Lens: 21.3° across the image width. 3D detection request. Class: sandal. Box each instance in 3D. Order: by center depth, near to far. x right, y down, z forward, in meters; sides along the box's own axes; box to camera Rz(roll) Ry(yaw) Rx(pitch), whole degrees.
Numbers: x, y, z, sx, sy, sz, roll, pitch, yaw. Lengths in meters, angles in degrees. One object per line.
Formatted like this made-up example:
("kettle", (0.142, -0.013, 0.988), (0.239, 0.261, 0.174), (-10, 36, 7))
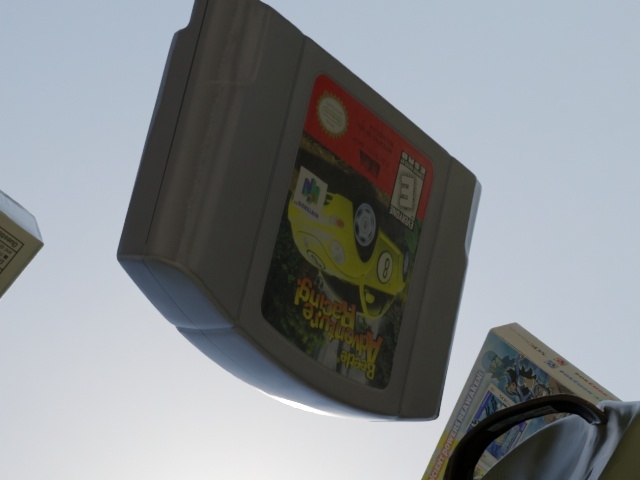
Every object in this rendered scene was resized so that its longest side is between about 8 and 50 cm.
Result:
("sandal", (0.119, 0.130, 0.946), (0.086, 0.303, 0.120), (26, -108, 0))

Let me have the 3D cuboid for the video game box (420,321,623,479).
("video game box", (0.183, 0.204, 1.437), (0.187, 0.205, 0.048), (37, -152, 29))

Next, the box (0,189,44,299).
("box", (-0.367, 0.070, 1.314), (0.148, 0.121, 0.311), (40, -89, -17))

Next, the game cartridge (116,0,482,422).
("game cartridge", (0.000, 0.000, 1.033), (0.294, 0.060, 0.196), (33, -113, -49))
